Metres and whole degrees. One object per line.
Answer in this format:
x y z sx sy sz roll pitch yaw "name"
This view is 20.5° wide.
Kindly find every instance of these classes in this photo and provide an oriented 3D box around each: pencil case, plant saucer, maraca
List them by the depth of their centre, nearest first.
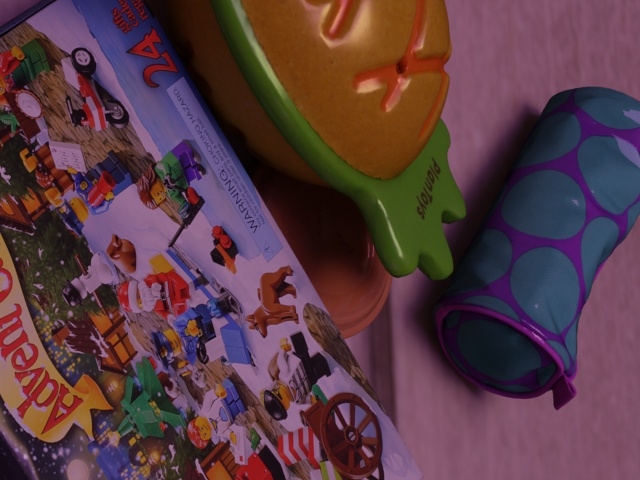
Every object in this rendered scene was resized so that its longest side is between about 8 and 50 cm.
0.007 -0.068 0.686 0.185 0.099 0.127 56 32 -24 "maraca"
0.000 0.000 0.723 0.083 0.013 0.083 11 74 -40 "plant saucer"
0.106 -0.001 0.784 0.070 0.064 0.151 34 56 -2 "pencil case"

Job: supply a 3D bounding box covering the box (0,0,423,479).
-0.068 0.038 0.619 0.233 0.044 0.159 60 41 -14 "box"
